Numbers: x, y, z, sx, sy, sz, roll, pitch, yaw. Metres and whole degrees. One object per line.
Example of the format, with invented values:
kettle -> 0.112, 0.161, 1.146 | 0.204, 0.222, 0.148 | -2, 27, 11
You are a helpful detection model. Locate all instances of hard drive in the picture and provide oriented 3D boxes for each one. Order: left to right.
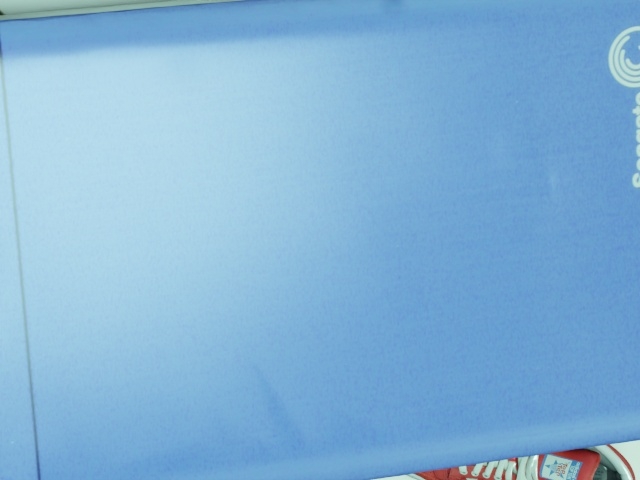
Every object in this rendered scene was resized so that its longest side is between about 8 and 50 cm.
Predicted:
hard drive -> 0.000, 0.000, 0.844 | 0.318, 0.040, 0.210 | -7, 102, -15

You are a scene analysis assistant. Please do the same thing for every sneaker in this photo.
sneaker -> 0.091, 0.103, 0.936 | 0.118, 0.067, 0.042 | 7, 91, -5

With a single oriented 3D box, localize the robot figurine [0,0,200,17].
robot figurine -> -0.097, -0.161, 0.867 | 0.278, 0.209, 0.174 | -14, 78, -4
